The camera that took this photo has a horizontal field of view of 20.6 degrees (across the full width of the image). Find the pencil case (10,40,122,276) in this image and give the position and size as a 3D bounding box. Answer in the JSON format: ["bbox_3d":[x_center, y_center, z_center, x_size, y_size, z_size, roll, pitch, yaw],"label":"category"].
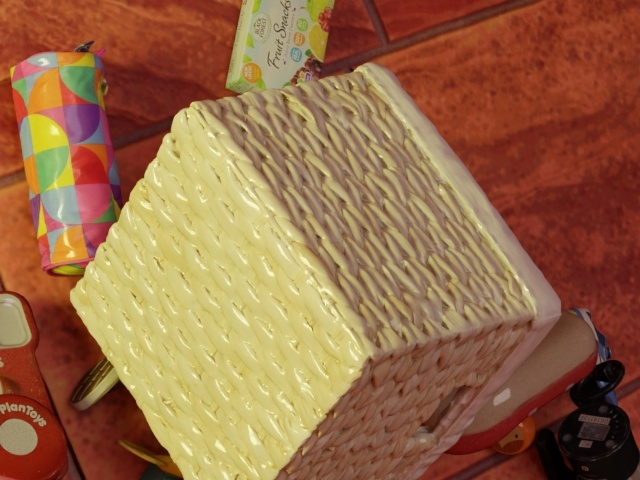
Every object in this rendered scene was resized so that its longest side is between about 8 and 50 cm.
[{"bbox_3d":[-0.250,-0.082,1.790,0.104,0.104,0.236,-3,81,-30],"label":"pencil case"}]

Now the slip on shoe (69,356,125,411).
[{"bbox_3d":[-0.200,0.132,1.797,0.041,0.051,0.135,55,52,-21],"label":"slip on shoe"}]

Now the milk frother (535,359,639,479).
[{"bbox_3d":[0.333,0.232,2.017,0.143,0.129,0.134,-45,131,-21],"label":"milk frother"}]

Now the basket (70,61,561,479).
[{"bbox_3d":[-0.013,0.063,1.679,0.266,0.328,0.331,-14,60,-43],"label":"basket"}]

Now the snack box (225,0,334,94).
[{"bbox_3d":[-0.045,-0.224,1.975,0.100,0.037,0.141,18,70,-24],"label":"snack box"}]

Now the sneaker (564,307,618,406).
[{"bbox_3d":[0.323,0.144,2.090,0.059,0.053,0.144,-25,92,-34],"label":"sneaker"}]

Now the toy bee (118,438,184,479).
[{"bbox_3d":[-0.107,0.273,1.749,0.195,0.162,0.298,5,76,-31],"label":"toy bee"}]

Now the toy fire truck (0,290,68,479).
[{"bbox_3d":[-0.388,0.166,1.632,0.302,0.169,0.254,-4,56,-31],"label":"toy fire truck"}]

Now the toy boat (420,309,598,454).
[{"bbox_3d":[0.207,0.176,1.983,0.231,0.151,0.151,-29,122,-32],"label":"toy boat"}]
